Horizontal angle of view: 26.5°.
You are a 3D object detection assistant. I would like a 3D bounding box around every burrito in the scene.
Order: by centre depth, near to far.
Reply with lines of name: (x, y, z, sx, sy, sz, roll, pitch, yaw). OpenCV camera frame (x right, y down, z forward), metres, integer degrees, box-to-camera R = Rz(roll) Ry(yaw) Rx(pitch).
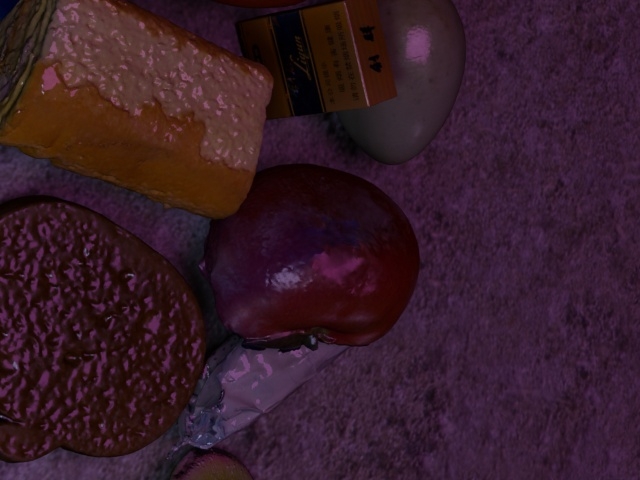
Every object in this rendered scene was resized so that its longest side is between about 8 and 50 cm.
burrito: (-0.070, 0.166, 1.984, 0.445, 0.101, 0.139, -37, 107, -32)

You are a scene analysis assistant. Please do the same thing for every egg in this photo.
egg: (0.111, -0.260, 2.057, 0.218, 0.218, 0.295, -8, 103, -39)

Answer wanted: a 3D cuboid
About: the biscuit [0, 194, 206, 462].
biscuit: (-0.335, 0.132, 1.787, 0.394, 0.070, 0.350, 44, 66, -30)

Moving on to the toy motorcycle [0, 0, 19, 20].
toy motorcycle: (-0.450, -0.259, 1.592, 0.125, 0.196, 0.331, 41, 75, -44)

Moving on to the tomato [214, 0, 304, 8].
tomato: (-0.103, -0.474, 1.853, 0.341, 0.273, 0.341, -12, 112, -34)

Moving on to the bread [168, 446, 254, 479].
bread: (-0.144, 0.402, 1.922, 0.228, 0.033, 0.228, 31, 52, -49)

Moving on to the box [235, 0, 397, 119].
box: (-0.008, -0.260, 1.946, 0.070, 0.237, 0.152, -25, 106, -42)

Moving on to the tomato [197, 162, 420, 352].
tomato: (-0.002, -0.002, 1.930, 0.334, 0.176, 0.290, 3, 61, -26)

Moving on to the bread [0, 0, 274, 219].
bread: (-0.248, -0.179, 1.795, 0.375, 0.165, 0.237, 19, 81, -40)
